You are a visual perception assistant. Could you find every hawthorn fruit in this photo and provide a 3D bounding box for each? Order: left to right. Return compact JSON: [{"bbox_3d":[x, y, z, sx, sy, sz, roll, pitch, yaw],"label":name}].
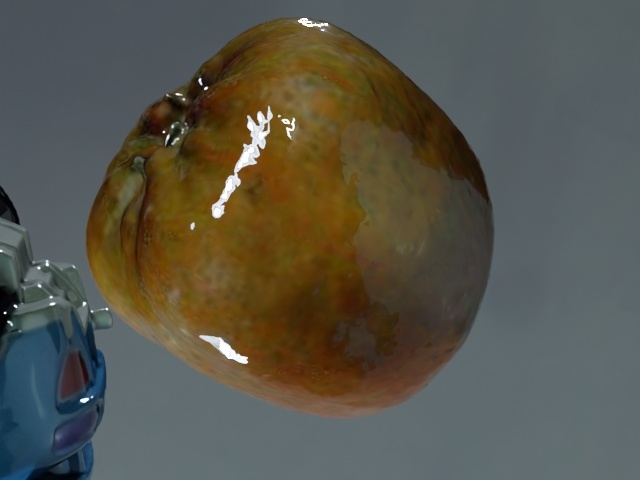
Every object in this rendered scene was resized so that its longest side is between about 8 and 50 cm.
[{"bbox_3d":[0.000,0.000,1.241,0.268,0.301,0.267,-44,27,31],"label":"hawthorn fruit"}]

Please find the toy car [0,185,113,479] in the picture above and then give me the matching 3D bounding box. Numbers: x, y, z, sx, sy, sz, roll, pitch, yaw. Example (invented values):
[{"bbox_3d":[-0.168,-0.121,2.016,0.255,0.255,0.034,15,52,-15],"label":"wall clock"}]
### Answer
[{"bbox_3d":[-0.233,0.067,0.666,0.198,0.314,0.166,-144,44,-81],"label":"toy car"}]
